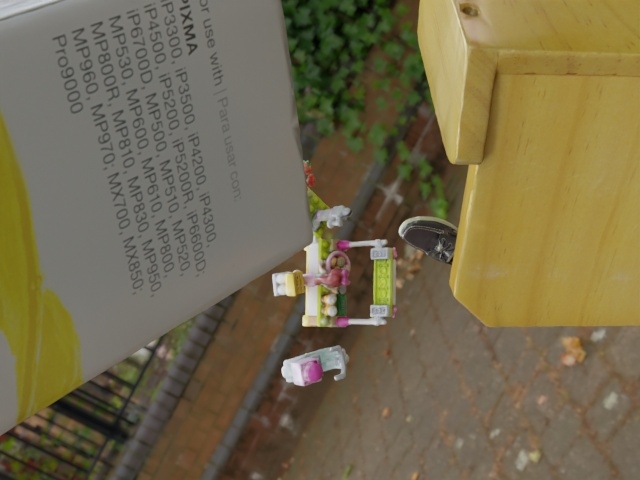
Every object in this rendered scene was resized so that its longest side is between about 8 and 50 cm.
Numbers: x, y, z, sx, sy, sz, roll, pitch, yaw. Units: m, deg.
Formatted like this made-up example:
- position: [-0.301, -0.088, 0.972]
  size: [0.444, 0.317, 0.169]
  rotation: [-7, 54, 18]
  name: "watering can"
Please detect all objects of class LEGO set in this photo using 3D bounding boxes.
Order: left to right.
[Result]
- position: [0.000, 0.000, 0.961]
  size: [0.132, 0.287, 0.107]
  rotation: [-25, 14, -40]
  name: "LEGO set"

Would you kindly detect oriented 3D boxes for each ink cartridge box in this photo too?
- position: [-0.231, -0.019, 0.396]
  size: [0.384, 0.279, 0.161]
  rotation: [-32, -54, -37]
  name: "ink cartridge box"

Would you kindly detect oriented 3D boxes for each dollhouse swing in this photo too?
- position: [0.279, -0.123, 1.000]
  size: [0.305, 0.346, 0.315]
  rotation: [96, 171, -46]
  name: "dollhouse swing"

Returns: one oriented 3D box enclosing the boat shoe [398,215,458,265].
- position: [0.187, 0.007, 1.386]
  size: [0.049, 0.152, 0.056]
  rotation: [-99, 29, -52]
  name: "boat shoe"
